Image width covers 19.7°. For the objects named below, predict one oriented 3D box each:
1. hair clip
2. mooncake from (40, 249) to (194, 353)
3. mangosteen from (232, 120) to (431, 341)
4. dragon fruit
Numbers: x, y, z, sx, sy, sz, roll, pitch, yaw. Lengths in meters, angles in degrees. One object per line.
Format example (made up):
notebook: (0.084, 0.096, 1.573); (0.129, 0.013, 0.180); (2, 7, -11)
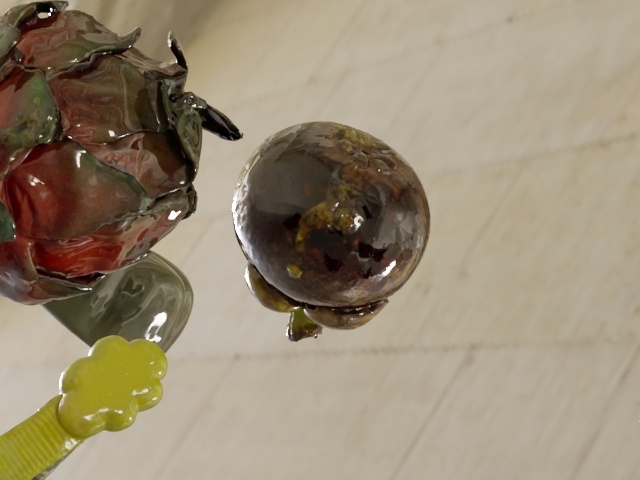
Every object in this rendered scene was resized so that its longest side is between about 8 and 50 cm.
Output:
hair clip: (-0.195, 0.135, 1.458); (0.072, 0.173, 0.046); (52, -15, 7)
mooncake: (-0.282, 0.041, 2.296); (0.275, 0.135, 0.275); (37, 2, -1)
mangosteen: (0.000, 0.000, 1.713); (0.192, 0.192, 0.217); (30, -61, 10)
dragon fruit: (-0.160, -0.052, 1.039); (0.189, 0.182, 0.182); (4, -32, 21)
